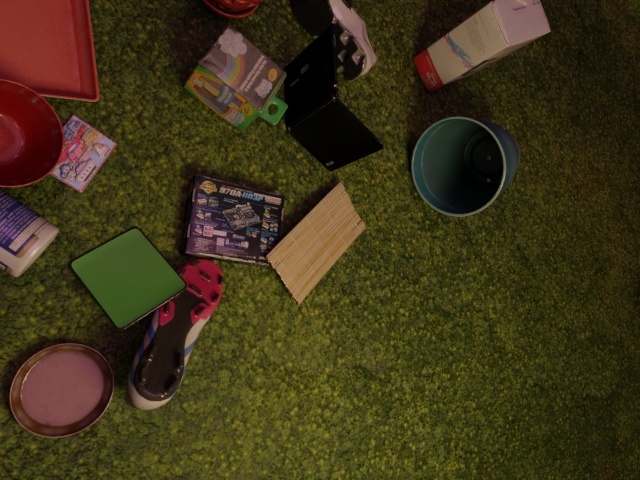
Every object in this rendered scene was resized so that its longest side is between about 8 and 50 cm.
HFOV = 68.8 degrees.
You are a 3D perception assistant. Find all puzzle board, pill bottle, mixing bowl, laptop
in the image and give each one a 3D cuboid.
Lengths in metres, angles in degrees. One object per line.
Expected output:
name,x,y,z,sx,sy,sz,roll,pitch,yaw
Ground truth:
puzzle board,-0.485,-0.174,0.932,0.096,0.011,0.128,35,68,-22
pill bottle,-0.570,-0.033,0.804,0.187,0.112,0.112,41,65,-20
mixing bowl,-0.565,-0.183,0.822,0.182,0.098,0.181,-4,96,-45
laptop,0.025,-0.326,1.123,0.137,0.234,0.264,2,82,-32

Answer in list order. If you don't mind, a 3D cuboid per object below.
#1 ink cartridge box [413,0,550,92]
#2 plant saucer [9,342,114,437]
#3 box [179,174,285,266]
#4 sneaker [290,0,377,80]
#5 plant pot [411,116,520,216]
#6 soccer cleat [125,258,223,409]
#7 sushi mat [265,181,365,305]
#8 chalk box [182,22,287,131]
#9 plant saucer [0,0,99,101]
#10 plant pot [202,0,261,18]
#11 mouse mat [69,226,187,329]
ink cartridge box,0.463,-0.575,1.371,0.226,0.306,0.131,-28,98,-30
plant saucer,-0.476,0.275,0.868,0.169,0.029,0.168,5,80,-31
box,-0.195,-0.038,1.062,0.220,0.051,0.175,10,78,-29
sneaker,0.038,-0.588,1.248,0.146,0.123,0.330,-41,104,-47
plant pot,0.446,-0.227,1.359,0.255,0.272,0.271,-20,94,-46
soccer cleat,-0.302,0.181,0.945,0.116,0.143,0.331,32,45,-17
sushi mat,0.000,0.000,1.158,0.316,0.019,0.151,-47,115,-34
chalk box,-0.176,-0.350,1.069,0.213,0.132,0.132,37,66,-22
plant saucer,-0.560,-0.392,0.858,0.259,0.048,0.258,-8,93,-46
plant pot,-0.196,-0.622,1.065,0.191,0.174,0.191,4,82,-31
mouse mat,-0.374,0.068,0.910,0.153,0.007,0.190,-35,67,-29
